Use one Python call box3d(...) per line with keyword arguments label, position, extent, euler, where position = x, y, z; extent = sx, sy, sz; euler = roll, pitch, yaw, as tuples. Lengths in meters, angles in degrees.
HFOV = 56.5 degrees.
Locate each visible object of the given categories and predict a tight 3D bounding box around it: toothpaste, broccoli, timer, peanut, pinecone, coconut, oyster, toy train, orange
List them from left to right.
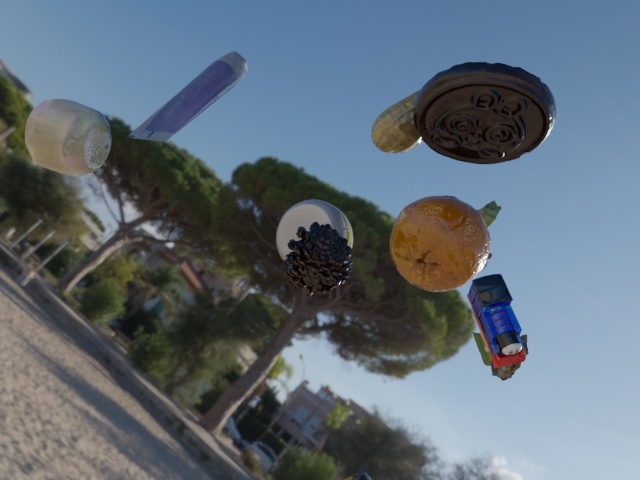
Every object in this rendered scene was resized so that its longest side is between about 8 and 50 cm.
box3d(label="coconut", position=(-0.562, -0.233, 1.312), extent=(0.183, 0.170, 0.171), euler=(21, -24, 12))
box3d(label="toothpaste", position=(-0.312, -0.354, 1.471), extent=(0.125, 0.371, 0.079), euler=(12, -45, 29))
box3d(label="pinecone", position=(-0.015, 0.062, 1.792), extent=(0.221, 0.221, 0.221), euler=(37, -20, 15))
box3d(label="timer", position=(0.000, 0.000, 2.094), extent=(0.285, 0.285, 0.285), euler=(37, -20, 15))
box3d(label="peanut", position=(0.321, -0.402, 1.970), extent=(0.158, 0.340, 0.174), euler=(53, -5, 49))
box3d(label="orange", position=(0.397, 0.016, 2.022), extent=(0.341, 0.293, 0.340), euler=(15, -55, 23))
box3d(label="broccoli", position=(0.533, 0.001, 2.249), extent=(0.302, 0.253, 0.186), euler=(-20, -17, 33))
box3d(label="toy train", position=(0.431, 0.195, 1.457), extent=(0.131, 0.083, 0.203), euler=(86, -9, -56))
box3d(label="oyster", position=(0.496, 0.305, 1.549), extent=(0.086, 0.132, 0.029), euler=(64, -8, -12))

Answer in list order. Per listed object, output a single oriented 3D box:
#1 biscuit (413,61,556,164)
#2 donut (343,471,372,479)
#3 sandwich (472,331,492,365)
box3d(label="biscuit", position=(0.475, -0.355, 1.751), extent=(0.408, 0.091, 0.407), euler=(12, -27, 6))
box3d(label="donut", position=(0.098, 0.813, 1.919), extent=(0.166, 0.184, 0.073), euler=(-35, -102, 38))
box3d(label="sandwich", position=(0.495, 0.292, 1.697), extent=(0.074, 0.074, 0.116), euler=(-8, -70, 51))
